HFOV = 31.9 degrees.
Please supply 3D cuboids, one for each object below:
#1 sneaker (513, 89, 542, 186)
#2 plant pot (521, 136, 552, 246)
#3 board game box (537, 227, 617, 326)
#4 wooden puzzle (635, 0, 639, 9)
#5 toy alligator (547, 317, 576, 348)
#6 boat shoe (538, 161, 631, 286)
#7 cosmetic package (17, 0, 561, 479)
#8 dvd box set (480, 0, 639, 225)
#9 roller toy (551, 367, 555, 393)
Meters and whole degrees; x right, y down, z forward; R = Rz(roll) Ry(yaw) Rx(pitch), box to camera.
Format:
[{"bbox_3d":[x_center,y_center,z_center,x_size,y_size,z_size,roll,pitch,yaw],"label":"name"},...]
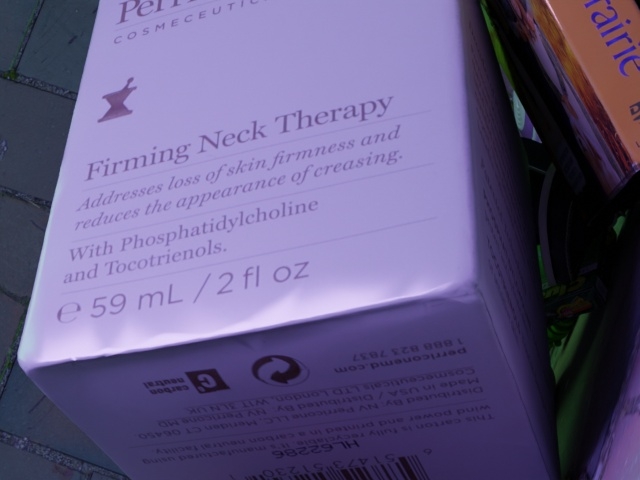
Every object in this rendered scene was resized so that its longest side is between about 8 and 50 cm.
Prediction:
[{"bbox_3d":[0.357,-0.106,1.562,0.114,0.152,0.305,-110,11,-68],"label":"sneaker"},{"bbox_3d":[0.274,-0.032,1.436,0.167,0.187,0.188,-34,-37,-55],"label":"plant pot"},{"bbox_3d":[0.178,0.065,1.156,0.260,0.030,0.136,-24,18,31],"label":"board game box"},{"bbox_3d":[0.367,-0.304,1.309,0.348,0.080,0.322,-41,-43,-65],"label":"wooden puzzle"},{"bbox_3d":[0.277,0.102,1.342,0.189,0.056,0.051,100,151,-43],"label":"toy alligator"},{"bbox_3d":[0.266,-0.046,1.101,0.233,0.079,0.084,-60,-41,-42],"label":"boat shoe"},{"bbox_3d":[0.000,0.000,0.937,0.327,0.329,0.393,61,-157,-47],"label":"cosmetic package"},{"bbox_3d":[0.164,-0.226,0.927,0.420,0.062,0.307,64,-177,8],"label":"dvd box set"},{"bbox_3d":[0.164,0.179,1.282,0.209,0.191,0.146,116,176,-65],"label":"roller toy"}]
